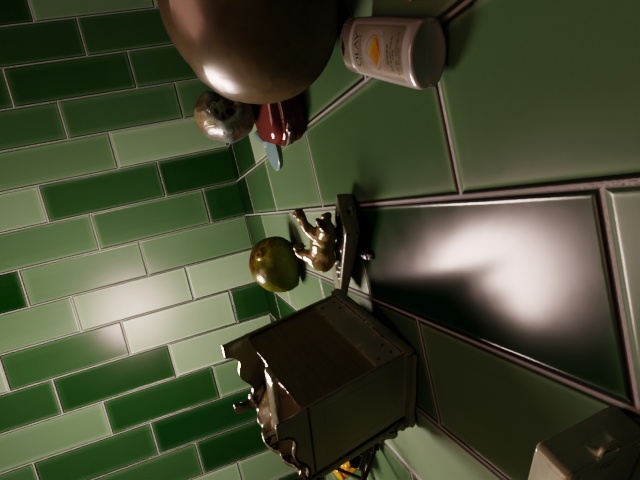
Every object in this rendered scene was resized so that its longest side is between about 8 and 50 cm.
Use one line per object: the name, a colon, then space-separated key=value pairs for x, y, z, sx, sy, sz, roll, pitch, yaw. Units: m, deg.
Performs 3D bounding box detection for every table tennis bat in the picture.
table tennis bat: x=-0.186 y=-0.343 z=1.658 sx=0.237 sy=0.038 sz=0.149 roll=-130 pitch=27 yaw=-49

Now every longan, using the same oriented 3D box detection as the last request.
longan: x=-0.124 y=-0.435 z=0.828 sx=0.361 sy=0.361 sz=0.361 roll=165 pitch=90 yaw=-75

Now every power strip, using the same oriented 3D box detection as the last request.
power strip: x=0.271 y=0.333 z=0.523 sx=0.043 sy=0.106 sz=0.367 roll=-130 pitch=29 yaw=-54

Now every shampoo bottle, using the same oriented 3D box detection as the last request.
shampoo bottle: x=0.095 y=-0.277 z=0.664 sx=0.227 sy=0.056 sz=0.086 roll=-129 pitch=29 yaw=-57

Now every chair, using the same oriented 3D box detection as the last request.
chair: x=0.099 y=0.548 z=1.319 sx=0.260 sy=0.141 sz=0.155 roll=-55 pitch=-30 yaw=-47

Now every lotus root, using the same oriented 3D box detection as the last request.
lotus root: x=-0.263 y=-0.341 z=1.297 sx=0.322 sy=0.158 sz=0.140 roll=-131 pitch=28 yaw=-79

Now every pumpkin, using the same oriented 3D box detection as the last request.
pumpkin: x=0.092 y=0.697 z=1.516 sx=0.119 sy=0.107 sz=0.183 roll=56 pitch=149 yaw=33

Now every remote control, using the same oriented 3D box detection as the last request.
remote control: x=0.051 y=0.023 z=1.099 sx=0.285 sy=0.038 sz=0.123 roll=96 pitch=169 yaw=-54

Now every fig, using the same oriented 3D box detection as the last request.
fig: x=-0.155 y=0.097 z=1.735 sx=0.225 sy=0.203 sz=0.203 roll=36 pitch=-168 yaw=-37

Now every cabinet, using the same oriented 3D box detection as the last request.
cabinet: x=-0.005 y=0.315 z=0.998 sx=0.290 sy=0.318 sz=0.227 roll=35 pitch=139 yaw=49

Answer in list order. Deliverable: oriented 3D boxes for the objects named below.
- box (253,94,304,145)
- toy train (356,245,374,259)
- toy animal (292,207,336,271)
box: x=-0.140 y=-0.456 z=1.239 sx=0.263 sy=0.108 sz=0.404 roll=-144 pitch=41 yaw=-66
toy train: x=0.096 y=0.029 z=1.032 sx=0.083 sy=0.017 sz=0.017 roll=-150 pitch=46 yaw=-68
toy animal: x=0.000 y=0.000 z=1.060 sx=0.219 sy=0.103 sz=0.101 roll=94 pitch=154 yaw=-49
